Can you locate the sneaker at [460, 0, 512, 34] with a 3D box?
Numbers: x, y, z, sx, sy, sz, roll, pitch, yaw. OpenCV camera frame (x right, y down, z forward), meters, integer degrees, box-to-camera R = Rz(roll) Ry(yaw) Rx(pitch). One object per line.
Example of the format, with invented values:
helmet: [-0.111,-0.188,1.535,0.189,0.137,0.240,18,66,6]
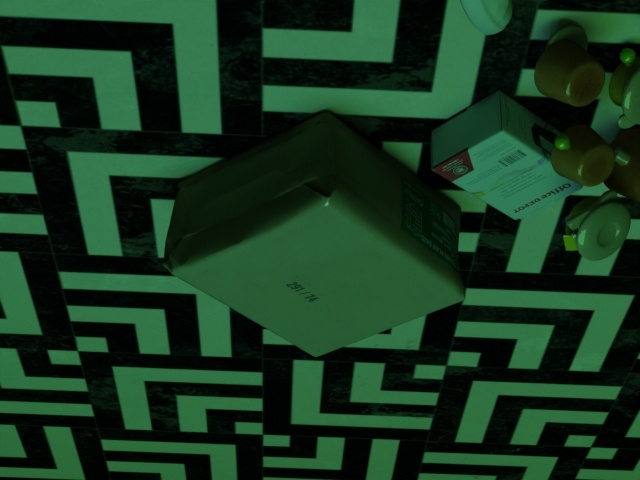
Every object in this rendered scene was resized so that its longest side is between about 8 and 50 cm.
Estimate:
sneaker: [0.196,-0.331,1.423,0.123,0.105,0.290,-11,148,12]

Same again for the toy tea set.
toy tea set: [0.361,-0.145,1.707,0.200,0.124,0.336,-29,128,-13]

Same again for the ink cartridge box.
ink cartridge box: [0.255,-0.112,1.792,0.175,0.072,0.127,28,139,-34]

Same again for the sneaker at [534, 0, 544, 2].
sneaker: [0.277,-0.306,1.441,0.086,0.064,0.192,26,163,11]

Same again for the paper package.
paper package: [0.000,0.000,1.895,0.310,0.168,0.325,-23,139,34]
